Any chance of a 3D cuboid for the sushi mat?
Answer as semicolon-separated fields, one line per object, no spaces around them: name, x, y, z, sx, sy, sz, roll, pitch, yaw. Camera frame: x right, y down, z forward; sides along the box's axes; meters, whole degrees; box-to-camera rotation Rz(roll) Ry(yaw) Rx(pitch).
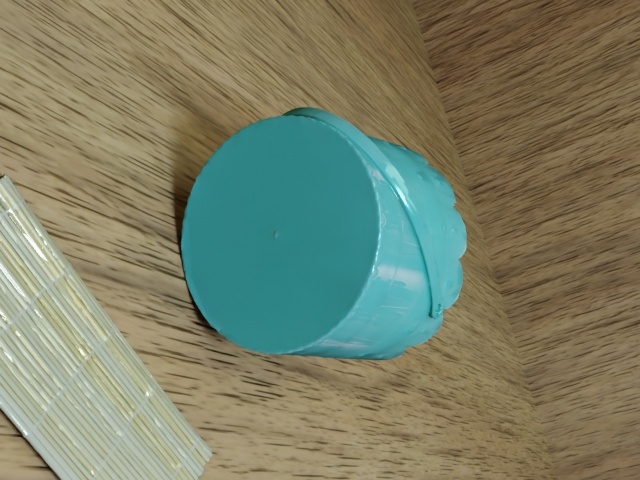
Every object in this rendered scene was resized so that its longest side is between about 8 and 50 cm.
sushi mat;-0.195;0.103;0.611;0.316;0.019;0.151;59;25;-20

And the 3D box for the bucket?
bucket;0.000;0.000;0.836;0.183;0.281;0.281;11;59;-59
